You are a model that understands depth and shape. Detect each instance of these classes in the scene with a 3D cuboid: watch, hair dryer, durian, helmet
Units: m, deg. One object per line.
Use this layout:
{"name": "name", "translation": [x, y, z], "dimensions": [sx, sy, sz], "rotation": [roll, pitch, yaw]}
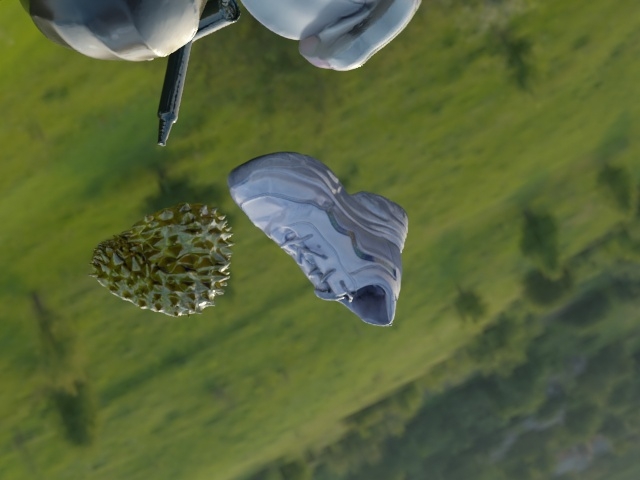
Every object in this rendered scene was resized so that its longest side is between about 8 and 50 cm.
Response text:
{"name": "watch", "translation": [0.017, -0.329, 1.670], "dimensions": [0.211, 0.217, 0.248], "rotation": [-22, -149, 41]}
{"name": "hair dryer", "translation": [-0.187, -0.231, 2.101], "dimensions": [0.173, 0.194, 0.050], "rotation": [-20, 150, 39]}
{"name": "durian", "translation": [-0.198, 0.025, 2.039], "dimensions": [0.182, 0.165, 0.132], "rotation": [33, 162, -35]}
{"name": "helmet", "translation": [-0.257, -0.303, 1.822], "dimensions": [0.225, 0.177, 0.305], "rotation": [15, -164, 29]}

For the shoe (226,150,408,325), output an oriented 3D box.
{"name": "shoe", "translation": [0.000, 0.000, 1.598], "dimensions": [0.245, 0.137, 0.095], "rotation": [25, 138, -39]}
